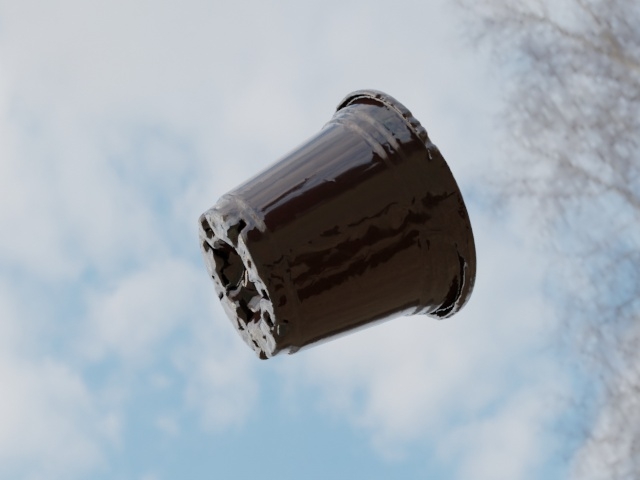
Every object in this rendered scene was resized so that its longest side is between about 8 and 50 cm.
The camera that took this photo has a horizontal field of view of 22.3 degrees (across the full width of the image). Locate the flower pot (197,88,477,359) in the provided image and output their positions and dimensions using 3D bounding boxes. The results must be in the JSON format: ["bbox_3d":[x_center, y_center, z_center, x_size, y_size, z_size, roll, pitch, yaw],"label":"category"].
[{"bbox_3d":[0.000,0.000,0.698,0.089,0.111,0.111,-24,-43,-20],"label":"flower pot"}]
